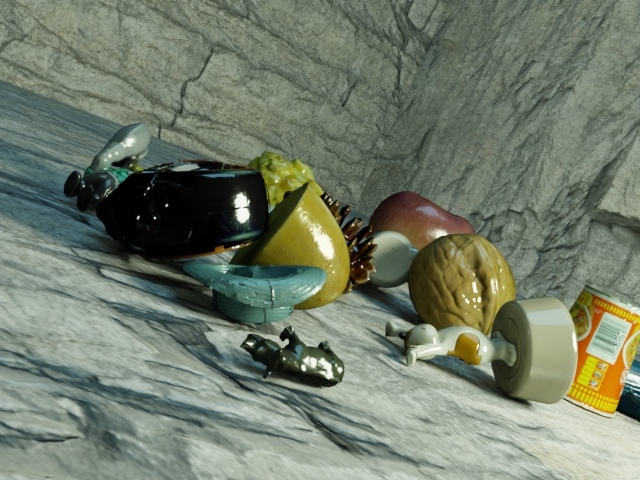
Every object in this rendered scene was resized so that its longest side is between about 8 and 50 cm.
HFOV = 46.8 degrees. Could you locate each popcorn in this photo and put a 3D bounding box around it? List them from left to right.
[{"bbox_3d":[-0.114,-0.130,2.007,0.256,0.194,0.255,27,17,32],"label":"popcorn"}]

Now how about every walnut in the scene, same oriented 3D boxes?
[{"bbox_3d":[0.286,0.097,1.494,0.228,0.227,0.228,24,7,-3],"label":"walnut"}]

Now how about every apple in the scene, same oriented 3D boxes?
[{"bbox_3d":[0.278,0.002,2.086,0.306,0.234,0.305,26,8,-4],"label":"apple"}]

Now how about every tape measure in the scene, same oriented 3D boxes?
[{"bbox_3d":[-0.181,-0.048,1.034,0.223,0.134,0.202,-10,8,-28],"label":"tape measure"}]

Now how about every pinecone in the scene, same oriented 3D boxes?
[{"bbox_3d":[-0.002,0.001,1.376,0.212,0.168,0.186,41,-22,-27],"label":"pinecone"}]

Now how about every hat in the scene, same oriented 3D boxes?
[{"bbox_3d":[-0.087,0.071,0.963,0.191,0.077,0.138,2,5,-17],"label":"hat"}]

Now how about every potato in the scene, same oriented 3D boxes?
[{"bbox_3d":[-0.033,0.032,1.117,0.158,0.203,0.178,43,29,-14],"label":"potato"}]

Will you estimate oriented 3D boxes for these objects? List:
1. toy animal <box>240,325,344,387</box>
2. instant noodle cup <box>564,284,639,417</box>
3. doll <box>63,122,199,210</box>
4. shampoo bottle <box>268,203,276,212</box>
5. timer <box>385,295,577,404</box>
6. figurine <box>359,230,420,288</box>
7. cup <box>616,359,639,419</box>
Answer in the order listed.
[{"bbox_3d":[-0.031,0.128,0.808,0.136,0.047,0.065,26,12,-38],"label":"toy animal"},{"bbox_3d":[0.531,0.206,1.448,0.193,0.212,0.193,23,6,-3],"label":"instant noodle cup"},{"bbox_3d":[-0.299,-0.099,1.271,0.195,0.153,0.258,35,23,-9],"label":"doll"},{"bbox_3d":[-0.186,-0.069,1.656,0.263,0.085,0.085,23,7,-12],"label":"shampoo bottle"},{"bbox_3d":[0.248,0.170,1.182,0.266,0.175,0.175,4,11,-11],"label":"timer"},{"bbox_3d":[0.133,0.052,1.663,0.155,0.127,0.235,-18,-7,-3],"label":"figurine"},{"bbox_3d":[0.660,0.306,1.495,0.138,0.113,0.150,22,-12,2],"label":"cup"}]
